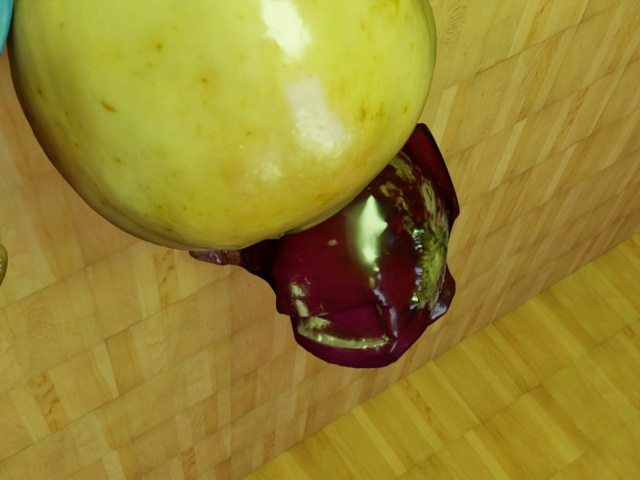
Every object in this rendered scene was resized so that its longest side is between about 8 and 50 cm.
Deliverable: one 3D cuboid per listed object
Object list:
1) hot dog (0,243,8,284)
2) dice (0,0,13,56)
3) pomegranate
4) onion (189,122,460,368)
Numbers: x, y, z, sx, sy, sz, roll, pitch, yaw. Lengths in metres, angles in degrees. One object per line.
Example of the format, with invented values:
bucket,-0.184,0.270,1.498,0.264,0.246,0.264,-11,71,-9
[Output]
hot dog,-0.484,0.101,1.215,0.249,0.076,0.102,-46,159,17
dice,-0.342,-0.208,0.757,0.143,0.146,0.146,-17,149,-43
pomegranate,-0.097,-0.191,0.888,0.411,0.411,0.411,-30,156,-15
onion,0.000,0.000,1.467,0.420,0.399,0.398,-3,170,25
